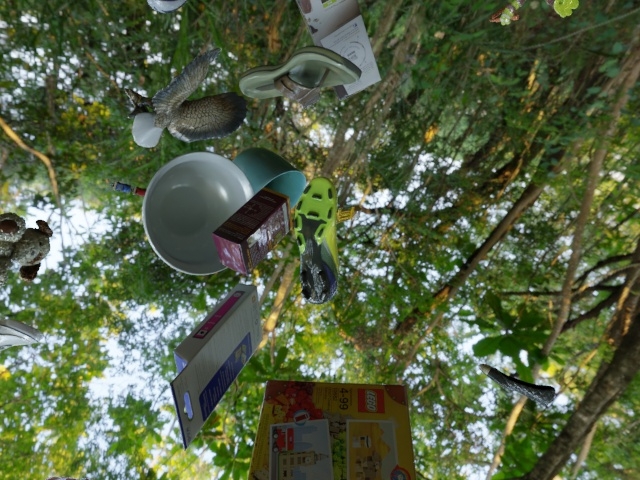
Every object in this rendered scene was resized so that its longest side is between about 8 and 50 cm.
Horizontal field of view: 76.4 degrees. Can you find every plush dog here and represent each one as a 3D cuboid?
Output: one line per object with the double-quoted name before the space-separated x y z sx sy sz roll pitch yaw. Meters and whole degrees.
"plush dog" -1.060 0.021 1.407 0.210 0.262 0.225 22 -179 30

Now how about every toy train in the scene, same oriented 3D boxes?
"toy train" -0.513 -0.137 1.159 0.158 0.027 0.036 13 -171 -45

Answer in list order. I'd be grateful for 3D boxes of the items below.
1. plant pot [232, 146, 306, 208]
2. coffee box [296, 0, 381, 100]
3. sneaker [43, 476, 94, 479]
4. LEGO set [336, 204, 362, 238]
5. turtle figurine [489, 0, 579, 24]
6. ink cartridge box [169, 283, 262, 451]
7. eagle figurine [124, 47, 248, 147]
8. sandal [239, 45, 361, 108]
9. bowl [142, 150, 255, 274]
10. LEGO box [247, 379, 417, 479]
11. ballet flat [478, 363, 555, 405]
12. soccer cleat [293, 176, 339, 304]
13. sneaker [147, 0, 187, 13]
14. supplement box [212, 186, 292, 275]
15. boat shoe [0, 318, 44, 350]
"plant pot" -0.244 -0.248 1.699 0.293 0.293 0.235 -16 -123 -48
"coffee box" 0.028 -0.510 0.950 0.119 0.297 0.168 -24 -135 8
"sneaker" -0.568 0.535 0.721 0.136 0.116 0.314 5 -176 21
"LEGO set" 0.023 -0.058 1.384 0.107 0.132 0.287 18 -125 33
"turtle figurine" 0.522 -0.592 0.907 0.087 0.269 0.217 41 -158 -33
"ink cartridge box" -0.239 0.264 0.935 0.069 0.175 0.371 5 -156 14
"eagle figurine" -0.382 -0.389 1.136 0.298 0.225 0.226 -6 -167 11
"sandal" -0.045 -0.302 0.807 0.303 0.086 0.120 5 176 43
"bowl" -0.315 -0.068 1.010 0.134 0.298 0.298 7 -167 44
"LEGO box" 0.027 0.592 0.917 0.372 0.193 0.500 0 -142 4
"ballet flat" 0.464 0.333 0.968 0.173 0.049 0.057 22 -171 14
"soccer cleat" -0.001 0.000 0.921 0.093 0.289 0.121 4 -168 18
"sneaker" -0.215 -0.485 0.670 0.083 0.223 0.098 30 166 22
"supplement box" -0.152 -0.024 0.948 0.081 0.104 0.188 22 -130 23
"boat shoe" -0.870 0.264 1.095 0.258 0.095 0.084 0 -131 17
